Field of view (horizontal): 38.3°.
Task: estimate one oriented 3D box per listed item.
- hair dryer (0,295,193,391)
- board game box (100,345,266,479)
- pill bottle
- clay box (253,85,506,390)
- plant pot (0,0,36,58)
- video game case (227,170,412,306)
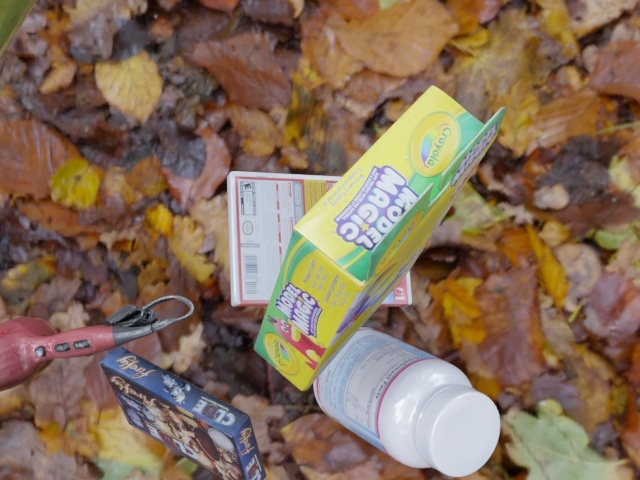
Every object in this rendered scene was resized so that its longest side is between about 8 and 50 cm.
[{"bbox_3d":[-0.318,0.115,1.105,0.293,0.223,0.080,-22,91,-30],"label":"hair dryer"},{"bbox_3d":[-0.197,0.260,1.335,0.243,0.165,0.042,22,54,27],"label":"board game box"},{"bbox_3d":[0.068,0.130,0.745,0.087,0.160,0.087,-7,103,-30],"label":"pill bottle"},{"bbox_3d":[0.028,0.001,0.556,0.053,0.222,0.127,39,63,9],"label":"clay box"},{"bbox_3d":[-0.277,-0.114,0.436,0.274,0.275,0.294,25,104,-5],"label":"plant pot"},{"bbox_3d":[0.000,0.000,1.413,0.285,0.025,0.204,1,76,-19],"label":"video game case"}]
